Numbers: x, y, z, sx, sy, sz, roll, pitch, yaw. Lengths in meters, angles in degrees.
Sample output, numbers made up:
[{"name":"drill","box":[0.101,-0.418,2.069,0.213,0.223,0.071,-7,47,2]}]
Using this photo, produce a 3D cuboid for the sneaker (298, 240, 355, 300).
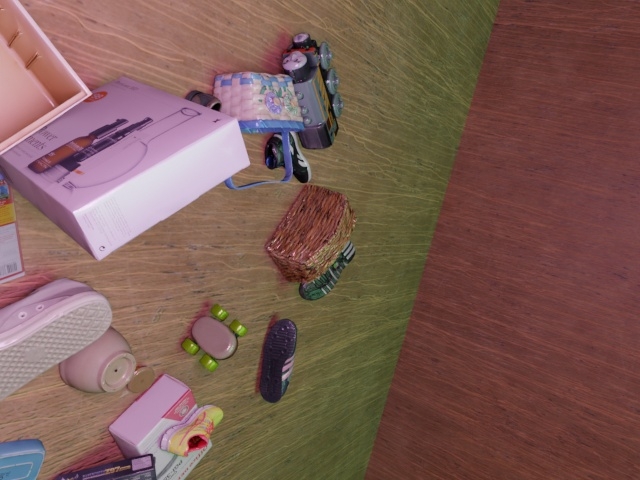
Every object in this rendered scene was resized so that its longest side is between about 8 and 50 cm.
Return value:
[{"name":"sneaker","box":[-0.006,0.107,2.016,0.281,0.162,0.106,-44,114,-28]}]

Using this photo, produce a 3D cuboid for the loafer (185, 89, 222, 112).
[{"name":"loafer","box":[-0.307,-0.227,1.361,0.096,0.084,0.267,-1,107,-60]}]

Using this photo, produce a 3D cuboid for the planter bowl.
[{"name":"planter bowl","box":[-0.503,0.287,1.305,0.162,0.109,0.162,-36,135,-46]}]

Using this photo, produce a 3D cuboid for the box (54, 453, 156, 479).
[{"name":"box","box":[-0.529,0.644,1.405,0.233,0.059,0.183,-7,118,-19]}]

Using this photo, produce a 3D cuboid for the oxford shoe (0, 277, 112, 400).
[{"name":"oxford shoe","box":[-0.622,0.208,1.052,0.449,0.130,0.169,-30,139,-31]}]

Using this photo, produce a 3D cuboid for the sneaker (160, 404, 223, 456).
[{"name":"sneaker","box":[-0.327,0.524,1.519,0.208,0.094,0.081,-27,126,-54]}]

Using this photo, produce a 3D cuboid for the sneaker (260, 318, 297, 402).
[{"name":"sneaker","box":[-0.144,0.419,2.032,0.131,0.112,0.319,-32,139,-72]}]

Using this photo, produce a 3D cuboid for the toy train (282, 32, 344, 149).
[{"name":"toy train","box":[-0.024,-0.426,1.636,0.334,0.142,0.190,70,28,-48]}]

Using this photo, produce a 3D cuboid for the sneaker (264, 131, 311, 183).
[{"name":"sneaker","box":[-0.110,-0.236,1.716,0.121,0.079,0.217,-50,137,-27]}]

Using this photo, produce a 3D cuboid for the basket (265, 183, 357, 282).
[{"name":"basket","box":[0.000,0.000,1.892,0.299,0.213,0.223,-58,148,-22]}]

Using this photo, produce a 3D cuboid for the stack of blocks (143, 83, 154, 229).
[{"name":"stack of blocks","box":[-0.392,-0.179,1.240,0.171,0.087,0.297,15,93,-61]}]

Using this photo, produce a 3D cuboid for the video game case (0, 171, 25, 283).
[{"name":"video game case","box":[-0.634,-0.034,0.974,0.204,0.025,0.285,-28,130,-51]}]

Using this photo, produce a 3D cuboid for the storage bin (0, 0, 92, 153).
[{"name":"storage bin","box":[-0.537,-0.244,0.808,0.260,0.123,0.262,-50,118,-33]}]

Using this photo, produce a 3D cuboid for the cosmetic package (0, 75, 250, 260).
[{"name":"cosmetic package","box":[-0.347,-0.146,0.935,0.284,0.377,0.097,-37,135,-29]}]

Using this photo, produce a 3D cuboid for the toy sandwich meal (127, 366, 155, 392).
[{"name":"toy sandwich meal","box":[-0.476,0.365,1.483,0.086,0.029,0.085,-26,129,-38]}]

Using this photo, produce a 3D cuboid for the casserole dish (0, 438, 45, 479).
[{"name":"casserole dish","box":[-0.674,0.494,1.208,0.188,0.037,0.114,23,86,-60]}]

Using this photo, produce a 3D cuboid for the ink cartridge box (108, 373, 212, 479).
[{"name":"ink cartridge box","box":[-0.435,0.550,1.569,0.207,0.117,0.283,-46,142,-38]}]

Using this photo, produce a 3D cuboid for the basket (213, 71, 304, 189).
[{"name":"basket","box":[-0.165,-0.284,1.450,0.255,0.201,0.289,-21,114,-56]}]

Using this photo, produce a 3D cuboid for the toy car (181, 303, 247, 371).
[{"name":"toy car","box":[-0.293,0.302,1.662,0.155,0.149,0.188,-50,159,-12]}]
